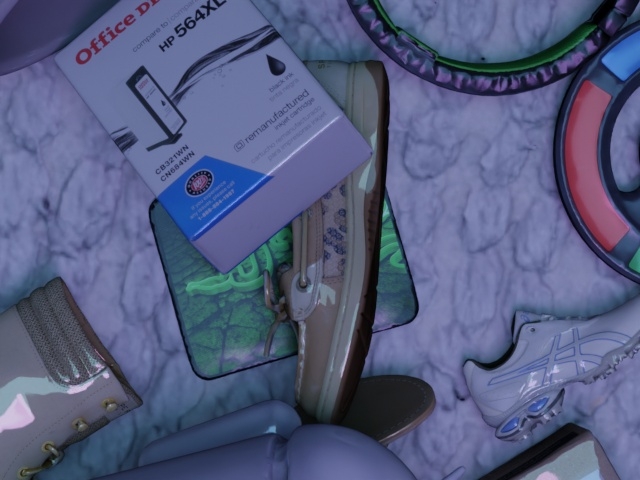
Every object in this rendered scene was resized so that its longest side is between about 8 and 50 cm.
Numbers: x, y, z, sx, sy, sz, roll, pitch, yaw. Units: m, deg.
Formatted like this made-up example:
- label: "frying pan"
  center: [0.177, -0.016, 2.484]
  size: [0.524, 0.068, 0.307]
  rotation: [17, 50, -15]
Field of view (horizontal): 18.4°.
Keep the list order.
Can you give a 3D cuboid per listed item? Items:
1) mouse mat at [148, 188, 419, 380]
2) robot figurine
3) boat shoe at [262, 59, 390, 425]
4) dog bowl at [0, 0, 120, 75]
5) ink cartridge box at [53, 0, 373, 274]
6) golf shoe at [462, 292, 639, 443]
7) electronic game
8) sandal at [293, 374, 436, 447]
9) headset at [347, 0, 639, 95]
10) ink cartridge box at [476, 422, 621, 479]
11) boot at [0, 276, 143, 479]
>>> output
- label: "mouse mat"
  center: [-0.029, 0.016, 1.567]
  size: [0.190, 0.007, 0.152]
  rotation: [-16, 90, -4]
- label: "robot figurine"
  center: [-0.062, 0.245, 1.392]
  size: [0.353, 0.200, 0.300]
  rotation: [-15, 51, 9]
- label: "boat shoe"
  center: [0.000, 0.000, 1.522]
  size: [0.089, 0.104, 0.285]
  rotation: [5, 77, 6]
- label: "dog bowl"
  center: [-0.157, -0.248, 1.402]
  size: [0.349, 0.349, 0.102]
  rotation: [-39, 87, -3]
- label: "ink cartridge box"
  center: [-0.083, -0.102, 1.478]
  size: [0.148, 0.086, 0.203]
  rotation: [-40, 64, 2]
- label: "golf shoe"
  center: [0.191, 0.079, 1.548]
  size: [0.176, 0.069, 0.086]
  rotation: [-37, 84, 0]
- label: "electronic game"
  center: [0.298, -0.070, 1.567]
  size: [0.229, 0.048, 0.229]
  rotation: [0, 90, -4]
- label: "sandal"
  center: [-0.013, 0.184, 1.545]
  size: [0.240, 0.088, 0.079]
  rotation: [-22, 122, 3]
- label: "headset"
  center: [0.175, -0.303, 1.540]
  size: [0.243, 0.185, 0.394]
  rotation: [34, 103, -7]
- label: "ink cartridge box"
  center: [0.182, 0.290, 1.537]
  size: [0.193, 0.088, 0.234]
  rotation: [-32, 92, -4]
- label: "boot"
  center: [-0.223, 0.180, 1.513]
  size: [0.203, 0.095, 0.262]
  rotation: [-27, 88, -5]
